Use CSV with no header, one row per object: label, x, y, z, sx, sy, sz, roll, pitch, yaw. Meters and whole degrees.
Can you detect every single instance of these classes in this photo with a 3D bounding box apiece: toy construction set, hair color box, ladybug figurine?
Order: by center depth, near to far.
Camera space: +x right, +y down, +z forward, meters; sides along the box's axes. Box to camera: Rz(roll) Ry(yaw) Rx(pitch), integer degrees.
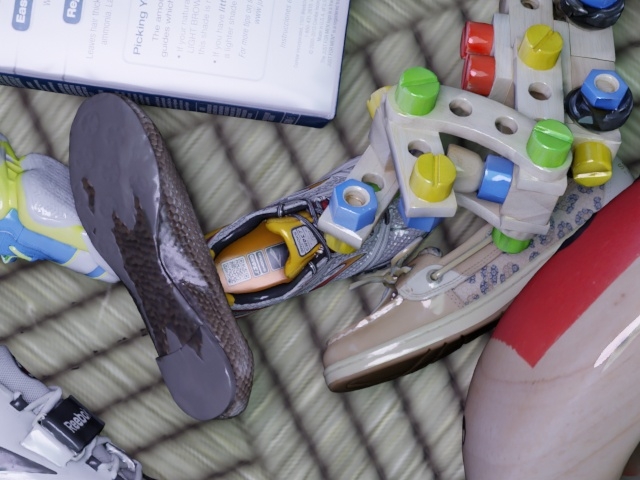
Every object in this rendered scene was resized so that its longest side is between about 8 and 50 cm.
ladybug figurine,0.275,0.054,1.353,0.449,0.305,0.162,-38,53,-4
toy construction set,0.114,-0.132,1.368,0.215,0.151,0.327,7,66,-5
hair color box,-0.152,-0.192,1.391,0.347,0.105,0.174,8,88,-4

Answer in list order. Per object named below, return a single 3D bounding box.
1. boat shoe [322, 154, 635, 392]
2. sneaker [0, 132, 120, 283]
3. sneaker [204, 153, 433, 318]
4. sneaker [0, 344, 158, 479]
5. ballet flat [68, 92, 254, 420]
boat shoe,0.115,0.021,1.416,0.285,0.104,0.089,-29,82,-15
sneaker,-0.257,-0.017,1.404,0.240,0.091,0.126,35,106,-3
sneaker,0.000,0.000,1.405,0.225,0.093,0.088,-28,91,-4
sneaker,-0.209,0.155,1.375,0.331,0.122,0.146,10,91,-4
ballet flat,-0.108,0.010,1.343,0.084,0.058,0.250,-31,79,31
